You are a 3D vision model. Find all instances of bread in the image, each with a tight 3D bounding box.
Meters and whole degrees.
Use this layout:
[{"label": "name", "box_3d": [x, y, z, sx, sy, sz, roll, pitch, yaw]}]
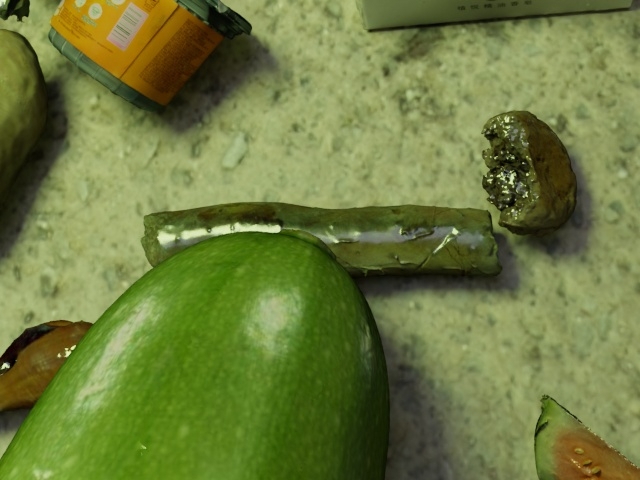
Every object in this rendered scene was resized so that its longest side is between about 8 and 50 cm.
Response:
[{"label": "bread", "box_3d": [0.181, -0.054, 1.031, 0.060, 0.082, 0.113, -30, 58, 41]}]

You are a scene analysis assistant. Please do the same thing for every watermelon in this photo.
[{"label": "watermelon", "box_3d": [0.256, 0.214, 0.904, 0.245, 0.119, 0.063, 41, 70, 19]}]

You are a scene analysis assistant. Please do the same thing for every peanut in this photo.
[{"label": "peanut", "box_3d": [-0.334, -0.094, 1.095, 0.129, 0.129, 0.224, 19, 73, 14]}]

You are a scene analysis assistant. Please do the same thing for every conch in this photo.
[{"label": "conch", "box_3d": [-0.232, 0.110, 1.033, 0.233, 0.080, 0.086, 1, 49, 7]}]

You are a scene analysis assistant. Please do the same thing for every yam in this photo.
[{"label": "yam", "box_3d": [0.000, 0.000, 1.043, 0.317, 0.071, 0.067, 0, 102, 8]}]

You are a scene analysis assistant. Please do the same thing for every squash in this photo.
[{"label": "squash", "box_3d": [-0.091, 0.132, 0.915, 0.310, 0.310, 0.309, 4, 58, 10]}]

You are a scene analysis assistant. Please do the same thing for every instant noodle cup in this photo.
[{"label": "instant noodle cup", "box_3d": [-0.168, -0.199, 1.094, 0.177, 0.208, 0.125, 34, 96, -23]}]

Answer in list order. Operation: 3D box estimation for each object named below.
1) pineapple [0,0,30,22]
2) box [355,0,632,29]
[{"label": "pineapple", "box_3d": [-0.273, -0.371, 1.121, 0.175, 0.175, 0.361, -11, 50, 5]}, {"label": "box", "box_3d": [0.156, -0.314, 1.104, 0.260, 0.111, 0.194, -5, 70, 9]}]
